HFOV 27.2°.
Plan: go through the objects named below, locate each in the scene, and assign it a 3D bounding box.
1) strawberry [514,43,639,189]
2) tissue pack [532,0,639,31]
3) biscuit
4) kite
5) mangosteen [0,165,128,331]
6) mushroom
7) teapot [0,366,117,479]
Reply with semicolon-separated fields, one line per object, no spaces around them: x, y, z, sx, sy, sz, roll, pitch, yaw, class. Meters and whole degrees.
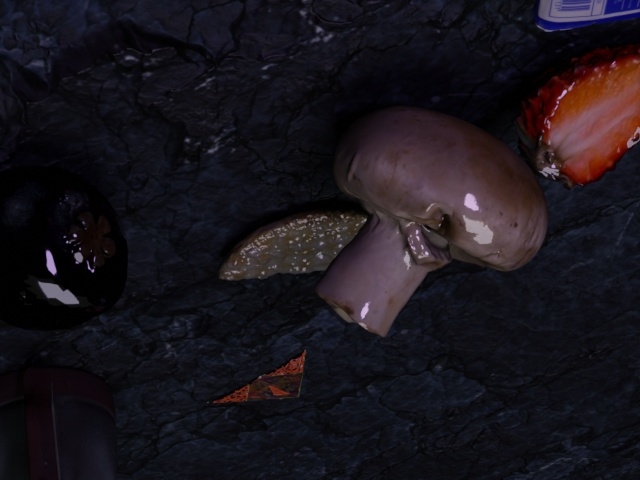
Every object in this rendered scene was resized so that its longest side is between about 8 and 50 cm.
0.345;-0.184;1.704;0.236;0.111;0.190;-35;135;-7;strawberry
0.324;-0.363;1.401;0.209;0.137;0.270;-11;149;-1;tissue pack
-0.001;-0.001;1.904;0.289;0.038;0.141;-4;144;-14;biscuit
-0.074;0.254;2.281;0.222;0.008;0.125;-30;144;26;kite
-0.362;0.013;1.675;0.242;0.243;0.243;-8;146;-6;mangosteen
0.130;-0.011;1.677;0.292;0.292;0.290;32;83;-46;mushroom
-0.426;0.365;2.066;0.233;0.312;0.315;-7;146;-10;teapot
